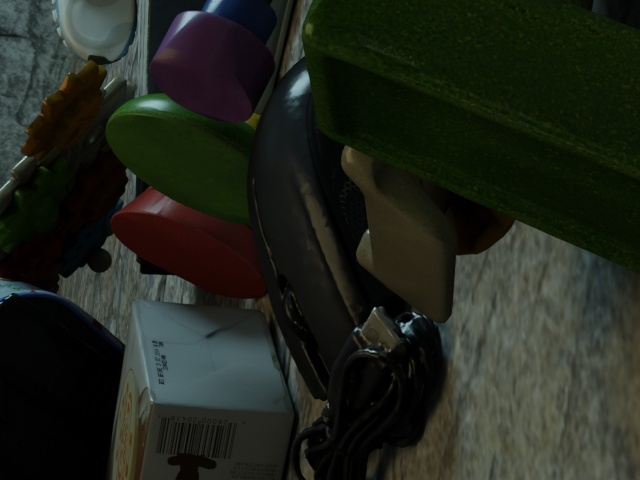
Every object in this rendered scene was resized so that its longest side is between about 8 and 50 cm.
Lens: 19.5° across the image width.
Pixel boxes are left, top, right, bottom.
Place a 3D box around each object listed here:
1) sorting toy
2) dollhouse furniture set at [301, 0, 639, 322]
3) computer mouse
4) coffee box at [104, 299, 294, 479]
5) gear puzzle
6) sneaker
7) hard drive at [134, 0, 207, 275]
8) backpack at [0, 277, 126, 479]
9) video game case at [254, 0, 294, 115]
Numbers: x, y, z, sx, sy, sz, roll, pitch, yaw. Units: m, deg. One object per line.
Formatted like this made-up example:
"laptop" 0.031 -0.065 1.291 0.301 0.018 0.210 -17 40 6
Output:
"sorting toy" -0.059 -0.083 1.226 0.365 0.127 0.126 104 -170 -68
"dollhouse furniture set" 0.108 -0.073 0.593 0.301 0.151 0.198 77 -144 -76
"computer mouse" 0.000 0.000 1.011 0.188 0.072 0.272 113 158 -55
"coffee box" -0.094 0.183 1.281 0.141 0.098 0.247 -109 27 -61
"gear puzzle" -0.193 -0.038 1.464 0.175 0.044 0.339 -48 -11 -28
"sneaker" -0.178 -0.238 1.511 0.083 0.071 0.191 129 142 -71
"hard drive" -0.121 -0.170 1.568 0.237 0.064 0.339 104 167 -63
"backpack" -0.253 0.148 1.417 0.276 0.213 0.263 -61 -35 -25
"video game case" -0.042 -0.229 1.398 0.212 0.023 0.193 -101 21 -51
